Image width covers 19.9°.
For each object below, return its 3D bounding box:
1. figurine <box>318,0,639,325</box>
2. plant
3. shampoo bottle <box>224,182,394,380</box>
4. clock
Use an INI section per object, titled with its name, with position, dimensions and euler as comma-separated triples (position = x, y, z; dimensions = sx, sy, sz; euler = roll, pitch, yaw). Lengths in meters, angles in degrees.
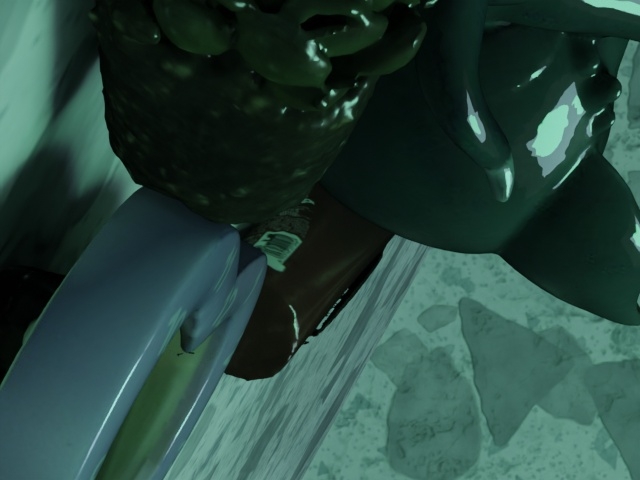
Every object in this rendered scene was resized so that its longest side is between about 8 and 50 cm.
[figurine]
position = 0.064, -0.067, 0.599
dimensions = 0.265, 0.193, 0.140
euler = 94, 21, -85
[plant]
position = -0.014, -0.067, 0.485
dimensions = 0.094, 0.092, 0.143
euler = -54, 174, -29
[shampoo bottle]
position = -0.002, 0.001, 1.001
dimensions = 0.067, 0.068, 0.236
euler = -64, 171, 28
[clock]
position = -0.086, 0.062, 0.589
dimensions = 0.172, 0.064, 0.198
euler = -61, 174, -2
